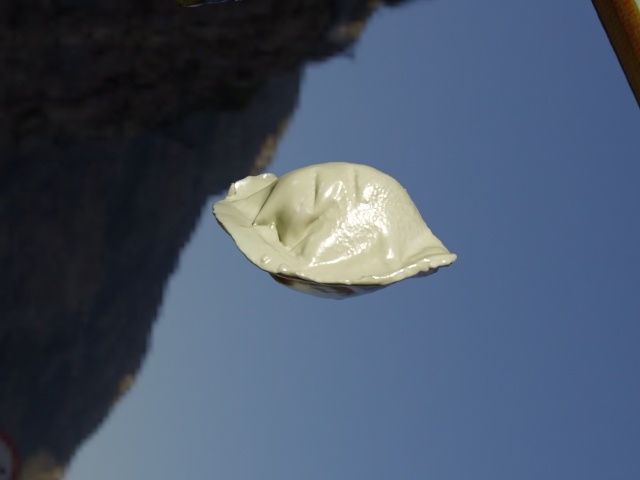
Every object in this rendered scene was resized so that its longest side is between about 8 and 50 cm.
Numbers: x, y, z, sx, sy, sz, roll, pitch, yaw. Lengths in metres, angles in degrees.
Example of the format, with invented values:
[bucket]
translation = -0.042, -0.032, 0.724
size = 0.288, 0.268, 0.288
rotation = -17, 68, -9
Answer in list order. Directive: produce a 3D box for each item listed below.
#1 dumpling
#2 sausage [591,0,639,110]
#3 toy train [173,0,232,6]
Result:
[dumpling]
translation = 0.002, -0.002, 1.352
size = 0.181, 0.155, 0.111
rotation = -8, -79, 46
[sausage]
translation = 0.237, -0.159, 1.229
size = 0.082, 0.082, 0.371
rotation = 108, -30, -55
[toy train]
translation = -0.116, -0.227, 0.953
size = 0.249, 0.053, 0.085
rotation = 48, -48, 21
